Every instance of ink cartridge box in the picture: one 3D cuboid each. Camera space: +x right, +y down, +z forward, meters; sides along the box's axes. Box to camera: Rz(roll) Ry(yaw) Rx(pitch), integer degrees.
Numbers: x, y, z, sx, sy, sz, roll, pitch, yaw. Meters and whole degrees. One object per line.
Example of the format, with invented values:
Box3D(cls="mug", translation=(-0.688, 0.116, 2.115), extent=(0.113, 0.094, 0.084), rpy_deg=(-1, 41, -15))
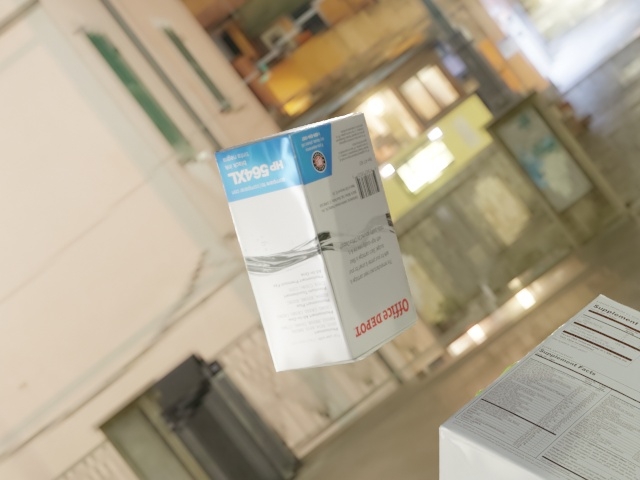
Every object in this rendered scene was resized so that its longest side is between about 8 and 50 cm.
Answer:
Box3D(cls="ink cartridge box", translation=(0.000, 0.000, 1.333), extent=(0.086, 0.203, 0.148), rpy_deg=(-12, 5, 29))

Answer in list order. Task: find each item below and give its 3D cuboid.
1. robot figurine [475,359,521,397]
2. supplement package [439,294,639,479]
Box3D(cls="robot figurine", translation=(0.189, 0.143, 1.357), extent=(0.101, 0.067, 0.115), rpy_deg=(-7, -14, -3))
Box3D(cls="supplement package", translation=(0.205, 0.187, 1.106), extent=(0.203, 0.149, 0.194), rpy_deg=(-33, -46, -37))
